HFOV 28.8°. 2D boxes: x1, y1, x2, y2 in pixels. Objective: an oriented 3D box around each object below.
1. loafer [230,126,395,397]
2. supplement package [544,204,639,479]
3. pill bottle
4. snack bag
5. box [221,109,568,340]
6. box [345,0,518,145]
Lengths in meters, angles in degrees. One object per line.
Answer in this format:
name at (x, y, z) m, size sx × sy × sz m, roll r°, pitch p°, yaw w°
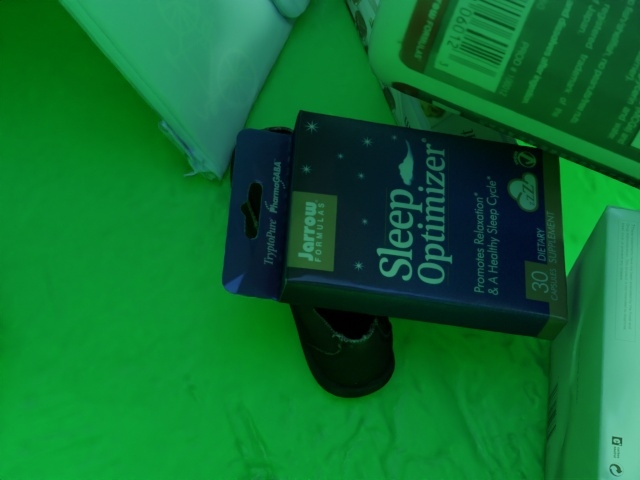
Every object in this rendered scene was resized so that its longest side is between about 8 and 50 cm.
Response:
loafer at (0.000, 0.000, 0.883) m, size 0.080 × 0.078 × 0.220 m, roll -20°, pitch 65°, yaw -15°
supplement package at (0.261, 0.109, 0.807) m, size 0.203 × 0.149 × 0.194 m, roll 10°, pitch 61°, yaw 0°
pill bottle at (0.232, -0.137, 0.824) m, size 0.363 × 0.210 × 0.210 m, roll 23°, pitch 62°, yaw 4°
snack bag at (-0.096, -0.268, 0.910) m, size 0.037 × 0.323 × 0.342 m, roll 0°, pitch 54°, yaw 37°
box at (0.052, -0.013, 0.836) m, size 0.225 × 0.036 × 0.136 m, roll 7°, pitch 59°, yaw -7°
box at (0.091, -0.113, 0.963) m, size 0.067 × 0.063 × 0.324 m, roll -13°, pitch 63°, yaw -13°
